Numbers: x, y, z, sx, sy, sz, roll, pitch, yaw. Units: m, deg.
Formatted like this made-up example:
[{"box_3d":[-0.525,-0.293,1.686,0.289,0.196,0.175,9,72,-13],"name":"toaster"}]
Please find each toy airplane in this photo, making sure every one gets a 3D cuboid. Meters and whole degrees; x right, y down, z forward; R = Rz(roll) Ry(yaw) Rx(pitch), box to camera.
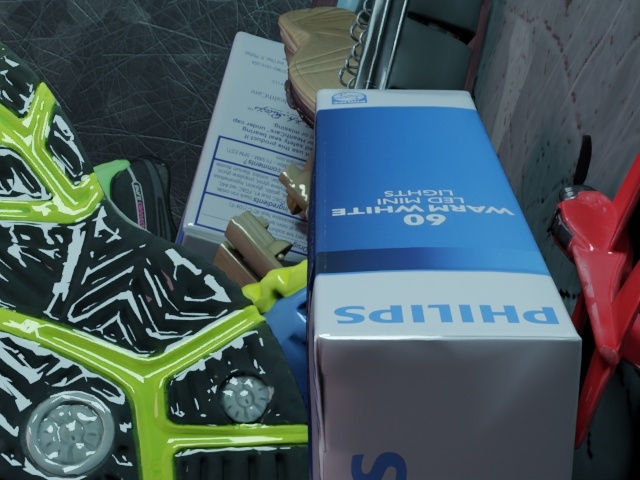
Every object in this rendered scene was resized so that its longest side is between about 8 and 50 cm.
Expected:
[{"box_3d":[0.091,0.012,0.388,0.151,0.028,0.151,-166,90,-84],"name":"toy airplane"}]

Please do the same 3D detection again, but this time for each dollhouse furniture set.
[{"box_3d":[0.000,0.000,1.177,0.151,0.123,0.144,-38,-13,-29],"name":"dollhouse furniture set"}]

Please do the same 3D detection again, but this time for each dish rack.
[{"box_3d":[0.044,-0.096,0.841,0.271,0.074,0.208,126,160,-72],"name":"dish rack"}]

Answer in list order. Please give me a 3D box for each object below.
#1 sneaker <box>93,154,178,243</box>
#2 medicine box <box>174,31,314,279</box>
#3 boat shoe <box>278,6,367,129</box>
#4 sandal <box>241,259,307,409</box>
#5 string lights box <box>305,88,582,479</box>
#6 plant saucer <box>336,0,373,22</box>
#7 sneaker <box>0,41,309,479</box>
[{"box_3d":[-0.196,0.096,1.631,0.202,0.185,0.483,-39,-46,-28],"name":"sneaker"},{"box_3d":[-0.081,-0.044,1.422,0.263,0.149,0.289,116,169,-56],"name":"medicine box"},{"box_3d":[0.016,-0.144,1.123,0.285,0.103,0.092,-115,15,-63],"name":"boat shoe"},{"box_3d":[-0.018,0.125,0.766,0.138,0.126,0.317,59,139,27],"name":"sandal"},{"box_3d":[0.033,0.038,0.466,0.259,0.077,0.133,-91,2,-68],"name":"string lights box"},{"box_3d":[0.074,-0.341,1.314,0.317,0.044,0.317,-164,90,-83],"name":"plant saucer"},{"box_3d":[-0.118,0.061,0.609,0.384,0.145,0.147,56,159,26],"name":"sneaker"}]
